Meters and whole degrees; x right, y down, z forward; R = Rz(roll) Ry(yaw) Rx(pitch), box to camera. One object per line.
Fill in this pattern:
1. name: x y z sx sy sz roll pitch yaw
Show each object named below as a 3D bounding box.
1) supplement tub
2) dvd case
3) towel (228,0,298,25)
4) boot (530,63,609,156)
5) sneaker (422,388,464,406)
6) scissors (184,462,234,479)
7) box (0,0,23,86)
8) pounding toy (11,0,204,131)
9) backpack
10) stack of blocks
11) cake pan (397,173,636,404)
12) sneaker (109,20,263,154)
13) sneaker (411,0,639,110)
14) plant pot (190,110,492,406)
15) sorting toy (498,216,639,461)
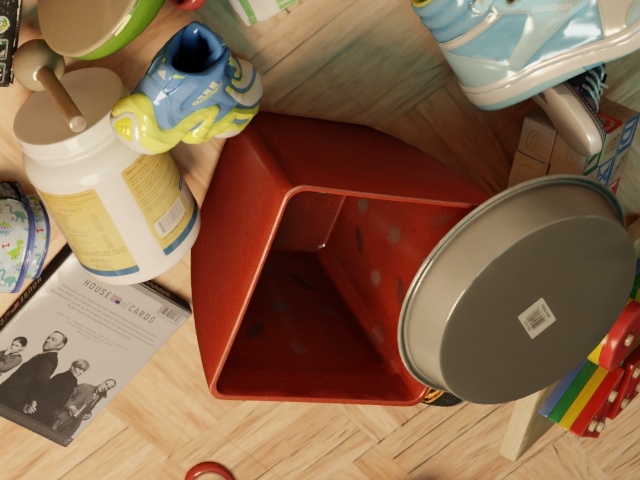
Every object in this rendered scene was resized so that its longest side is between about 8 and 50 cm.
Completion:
1. supplement tub: -0.223 -0.067 1.728 0.144 0.144 0.200 -26 129 -1
2. dvd case: -0.291 0.123 1.913 0.179 0.029 0.239 33 107 -35
3. towel: 0.027 -0.352 1.622 0.324 0.038 0.248 -28 152 4
4. boot: 0.287 -0.168 1.815 0.086 0.190 0.069 -22 133 -8
5. sneaker: 0.113 0.166 2.059 0.215 0.083 0.084 29 109 -35
6. scissors: -0.070 0.356 2.171 0.297 0.021 0.109 17 115 -30
7. box: -0.387 -0.241 1.607 0.190 0.045 0.184 1 126 -21
8. pounding toy: -0.190 -0.226 1.605 0.110 0.183 0.237 17 103 -41
9. backpack: -0.334 -0.001 1.754 0.084 0.114 0.105 8 120 -25
10. stack of blocks: 0.264 -0.012 1.930 0.171 0.087 0.297 -32 141 -48
11. cake pan: 0.220 0.064 1.764 0.293 0.054 0.293 -20 135 -21
12. sneaker: -0.108 -0.164 1.660 0.091 0.240 0.126 42 123 7
13. sneaker: 0.236 -0.279 1.713 0.319 0.127 0.208 -29 123 25
14. plant pot: 0.000 0.000 1.792 0.267 0.236 0.267 6 122 -29
15. sorting toy: 0.347 0.134 2.027 0.255 0.089 0.257 -32 144 -50
